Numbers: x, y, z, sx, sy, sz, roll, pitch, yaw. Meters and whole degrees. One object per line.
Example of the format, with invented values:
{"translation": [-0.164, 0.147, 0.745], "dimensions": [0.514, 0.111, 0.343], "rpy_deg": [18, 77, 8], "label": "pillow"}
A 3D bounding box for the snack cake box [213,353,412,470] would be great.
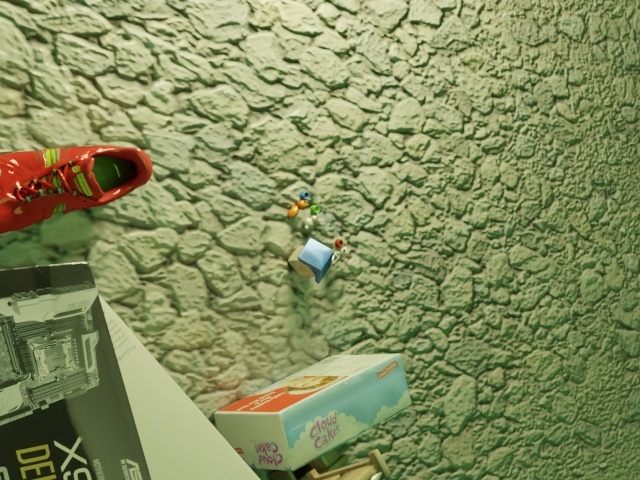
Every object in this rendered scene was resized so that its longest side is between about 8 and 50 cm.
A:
{"translation": [-0.008, 0.251, 1.671], "dimensions": [0.264, 0.152, 0.089], "rpy_deg": [-20, 99, -43], "label": "snack cake box"}

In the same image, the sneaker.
{"translation": [-0.332, -0.076, 1.399], "dimensions": [0.279, 0.118, 0.107], "rpy_deg": [-22, 102, -43], "label": "sneaker"}

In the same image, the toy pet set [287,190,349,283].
{"translation": [0.000, 0.000, 1.756], "dimensions": [0.122, 0.065, 0.114], "rpy_deg": [52, 55, -28], "label": "toy pet set"}

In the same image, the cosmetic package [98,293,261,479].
{"translation": [-0.249, 0.260, 1.333], "dimensions": [0.365, 0.155, 0.197], "rpy_deg": [51, 45, -1], "label": "cosmetic package"}

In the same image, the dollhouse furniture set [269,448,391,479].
{"translation": [0.028, 0.398, 1.519], "dimensions": [0.303, 0.355, 0.173], "rpy_deg": [-32, 94, -47], "label": "dollhouse furniture set"}

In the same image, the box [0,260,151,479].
{"translation": [-0.323, 0.183, 1.169], "dimensions": [0.242, 0.076, 0.307], "rpy_deg": [-5, 68, -38], "label": "box"}
